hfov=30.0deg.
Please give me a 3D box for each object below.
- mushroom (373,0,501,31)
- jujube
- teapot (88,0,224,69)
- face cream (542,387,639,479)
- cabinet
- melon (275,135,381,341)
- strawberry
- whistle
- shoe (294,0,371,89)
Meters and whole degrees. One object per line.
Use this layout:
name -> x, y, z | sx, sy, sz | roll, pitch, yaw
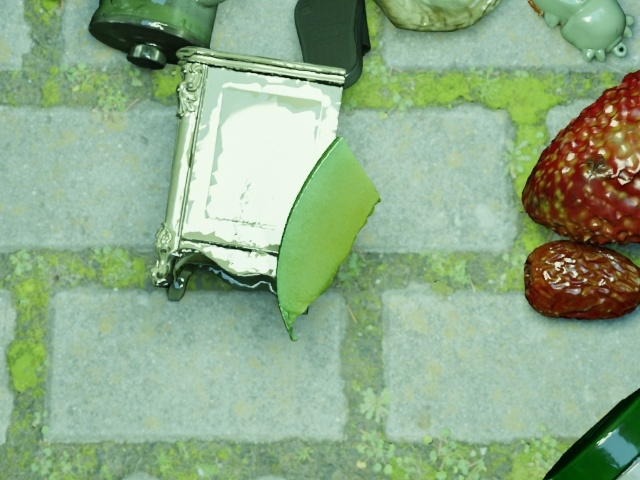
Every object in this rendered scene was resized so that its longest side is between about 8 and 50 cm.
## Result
mushroom -> 0.146, -0.399, 1.780 | 0.267, 0.189, 0.164 | -10, 113, -31
jujube -> 0.384, 0.060, 1.737 | 0.176, 0.109, 0.112 | 6, 117, -6
teapot -> -0.201, -0.420, 1.763 | 0.270, 0.200, 0.337 | 7, 81, 33
face cream -> 0.495, 0.392, 1.616 | 0.312, 0.219, 0.357 | -43, 79, -5
cabinet -> -0.104, -0.069, 1.668 | 0.227, 0.290, 0.318 | 8, 83, -2
melon -> 0.000, 0.001, 1.517 | 0.114, 0.053, 0.262 | 22, 88, -24
strawberry -> 0.466, -0.112, 1.666 | 0.343, 0.292, 0.292 | -23, 81, -18
whistle -> 0.375, -0.372, 1.809 | 0.253, 0.106, 0.101 | 47, 53, 1
shoe -> 0.023, -0.293, 1.802 | 0.108, 0.093, 0.241 | -12, 48, 12
